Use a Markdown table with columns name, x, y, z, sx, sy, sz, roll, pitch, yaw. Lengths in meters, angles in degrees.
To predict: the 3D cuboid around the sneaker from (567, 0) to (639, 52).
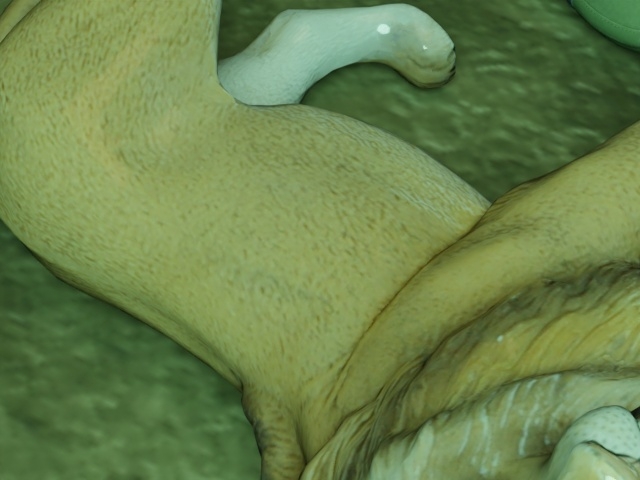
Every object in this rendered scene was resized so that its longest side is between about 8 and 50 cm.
| name | x | y | z | sx | sy | sz | roll | pitch | yaw |
| --- | --- | --- | --- | --- | --- | --- | --- | --- | --- |
| sneaker | 0.162 | -0.143 | 0.758 | 0.086 | 0.064 | 0.192 | 38 | 64 | 23 |

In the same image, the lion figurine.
| name | x | y | z | sx | sy | sz | roll | pitch | yaw |
| --- | --- | --- | --- | --- | --- | --- | --- | --- | --- |
| lion figurine | 0.000 | 0.000 | 0.595 | 0.240 | 0.142 | 0.392 | -39 | 48 | -25 |
